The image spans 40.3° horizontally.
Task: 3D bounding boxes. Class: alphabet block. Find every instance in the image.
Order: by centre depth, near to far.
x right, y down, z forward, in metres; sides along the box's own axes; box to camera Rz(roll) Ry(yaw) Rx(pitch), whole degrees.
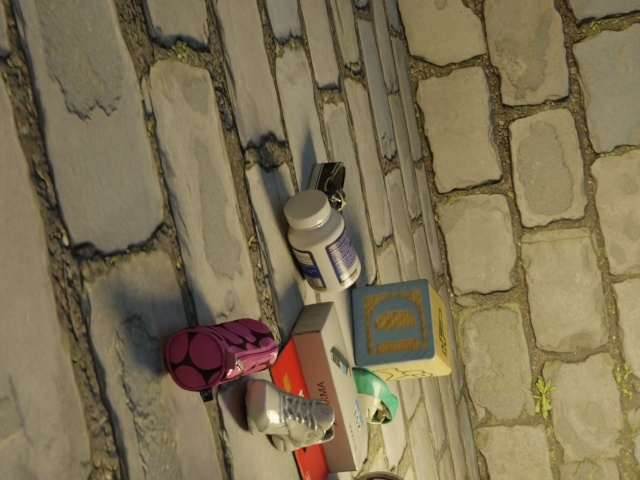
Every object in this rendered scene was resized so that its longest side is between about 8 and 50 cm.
[{"bbox_3d":[0.192,0.215,2.047,0.197,0.192,0.193,46,40,-64],"label":"alphabet block"}]

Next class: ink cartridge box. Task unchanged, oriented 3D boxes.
[{"bbox_3d":[0.007,0.298,1.596,0.261,0.066,0.296,-59,137,-67],"label":"ink cartridge box"}]

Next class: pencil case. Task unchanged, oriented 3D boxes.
[{"bbox_3d":[-0.124,0.153,1.176,0.209,0.098,0.095,-3,84,-74],"label":"pencil case"}]

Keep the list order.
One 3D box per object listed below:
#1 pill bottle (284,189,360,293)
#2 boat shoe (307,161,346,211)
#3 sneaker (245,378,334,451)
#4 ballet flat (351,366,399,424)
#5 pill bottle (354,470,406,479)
[{"bbox_3d":[0.000,0.000,1.651,0.112,0.112,0.187,-81,156,-47],"label":"pill bottle"},{"bbox_3d":[0.015,-0.093,1.826,0.219,0.070,0.078,-82,157,-45],"label":"boat shoe"},{"bbox_3d":[-0.040,0.267,1.361,0.232,0.115,0.090,50,34,-60],"label":"sneaker"},{"bbox_3d":[0.115,0.353,1.912,0.247,0.083,0.087,50,48,-57],"label":"ballet flat"},{"bbox_3d":[0.095,0.553,1.596,0.265,0.153,0.153,-50,129,-69],"label":"pill bottle"}]
